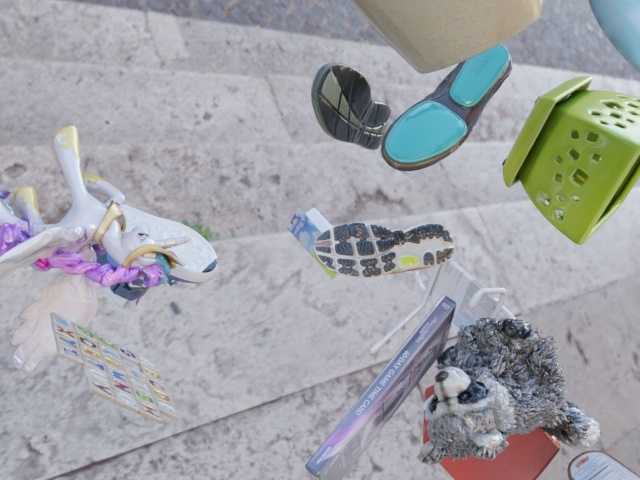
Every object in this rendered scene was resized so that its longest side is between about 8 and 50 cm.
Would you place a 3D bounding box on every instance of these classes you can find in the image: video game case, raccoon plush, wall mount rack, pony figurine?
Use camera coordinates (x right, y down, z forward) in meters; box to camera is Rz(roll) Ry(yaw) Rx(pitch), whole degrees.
[{"bbox_3d":[0.081,0.210,1.050,0.026,0.196,0.274,37,72,18],"label":"video game case"},{"bbox_3d":[0.375,0.346,1.475,0.446,0.216,0.299,32,46,-11],"label":"raccoon plush"},{"bbox_3d":[0.256,0.177,1.739,0.131,0.304,0.350,-1,31,-35],"label":"wall mount rack"},{"bbox_3d":[-0.454,0.005,1.395,0.351,0.302,0.363,-36,63,-21],"label":"pony figurine"}]

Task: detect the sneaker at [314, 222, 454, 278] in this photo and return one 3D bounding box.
[{"bbox_3d":[0.116,0.030,1.538,0.279,0.118,0.107,1,75,-17],"label":"sneaker"}]

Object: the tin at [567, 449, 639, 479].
[{"bbox_3d":[0.573,0.484,1.584,0.106,0.190,0.040,-27,118,-19],"label":"tin"}]

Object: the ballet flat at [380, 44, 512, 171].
[{"bbox_3d":[0.192,-0.183,1.201,0.095,0.096,0.280,41,70,14],"label":"ballet flat"}]

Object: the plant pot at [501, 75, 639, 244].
[{"bbox_3d":[0.479,-0.163,1.471,0.207,0.227,0.228,36,40,19],"label":"plant pot"}]

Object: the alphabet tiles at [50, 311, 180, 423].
[{"bbox_3d":[-0.310,0.195,1.207,0.198,0.237,0.009,34,91,-28],"label":"alphabet tiles"}]

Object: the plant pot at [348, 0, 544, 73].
[{"bbox_3d":[0.086,-0.299,0.710,0.256,0.256,0.274,-45,113,-48],"label":"plant pot"}]

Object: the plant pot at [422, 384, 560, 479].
[{"bbox_3d":[0.426,0.456,1.956,0.267,0.236,0.267,48,19,-10],"label":"plant pot"}]

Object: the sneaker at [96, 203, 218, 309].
[{"bbox_3d":[-0.374,0.073,1.785,0.323,0.236,0.130,25,39,17],"label":"sneaker"}]

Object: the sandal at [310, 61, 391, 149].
[{"bbox_3d":[0.044,-0.236,1.464,0.120,0.086,0.303,-63,157,1],"label":"sandal"}]

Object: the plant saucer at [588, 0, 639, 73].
[{"bbox_3d":[0.480,-0.262,0.999,0.318,0.043,0.317,13,52,-17],"label":"plant saucer"}]

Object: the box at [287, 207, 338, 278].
[{"bbox_3d":[0.000,0.000,2.020,0.042,0.109,0.178,-35,78,-33],"label":"box"}]
